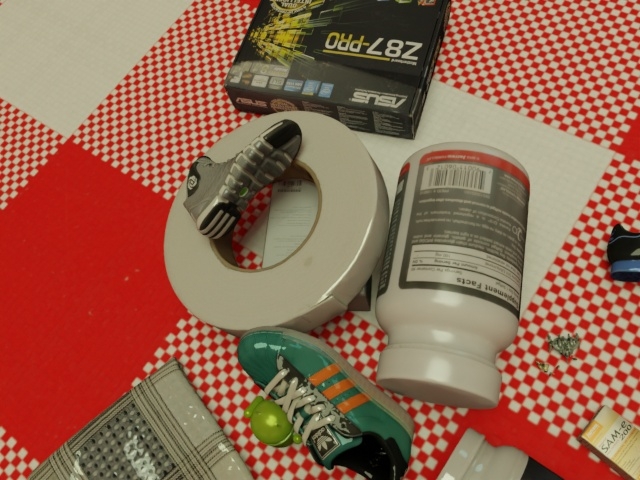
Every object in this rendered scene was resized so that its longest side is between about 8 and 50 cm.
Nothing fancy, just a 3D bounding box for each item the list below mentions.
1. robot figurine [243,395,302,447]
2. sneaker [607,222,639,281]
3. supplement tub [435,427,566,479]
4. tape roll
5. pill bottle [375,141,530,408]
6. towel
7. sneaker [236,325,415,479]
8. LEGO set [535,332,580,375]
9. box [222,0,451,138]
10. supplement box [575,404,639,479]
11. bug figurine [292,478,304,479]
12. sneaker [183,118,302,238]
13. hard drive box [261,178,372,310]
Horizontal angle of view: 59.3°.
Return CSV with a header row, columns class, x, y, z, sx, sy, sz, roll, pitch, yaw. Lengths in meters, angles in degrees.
class,x,y,z,sx,sy,sz,roll,pitch,yaw
robot figurine,-0.067,0.278,0.854,0.101,0.115,0.067,22,72,20
sneaker,0.572,0.018,0.870,0.232,0.081,0.090,3,71,13
supplement tub,0.263,0.384,0.699,0.272,0.191,0.191,30,74,22
tape roll,-0.078,-0.031,0.919,0.392,0.072,0.392,-10,63,21
pill bottle,0.197,0.053,0.855,0.210,0.210,0.363,8,68,14
towel,-0.272,0.398,0.872,0.312,0.056,0.324,-38,65,-8
sneaker,0.005,0.236,0.787,0.302,0.108,0.121,34,30,-6
LEGO set,0.372,0.171,0.870,0.054,0.023,0.083,25,72,20
box,0.039,-0.389,1.154,0.395,0.097,0.318,13,72,16
supplement box,0.426,0.291,0.797,0.098,0.036,0.062,38,77,24
bug figurine,0.036,0.413,0.739,0.216,0.279,0.072,12,28,32
sneaker,-0.142,-0.124,0.902,0.229,0.086,0.132,-48,53,0
hard drive box,0.000,0.000,0.984,0.181,0.089,0.232,1,65,11
